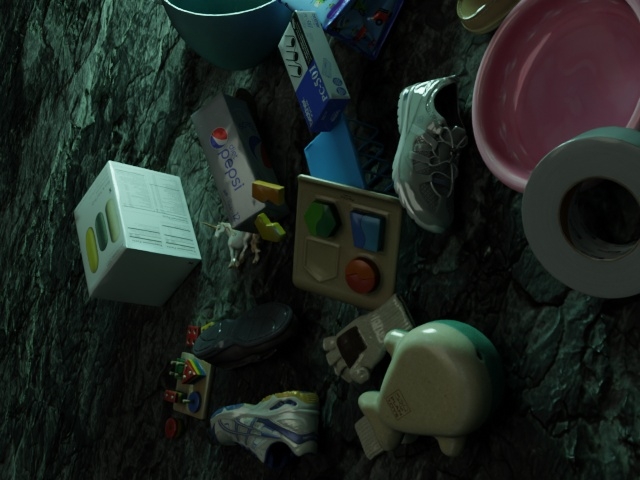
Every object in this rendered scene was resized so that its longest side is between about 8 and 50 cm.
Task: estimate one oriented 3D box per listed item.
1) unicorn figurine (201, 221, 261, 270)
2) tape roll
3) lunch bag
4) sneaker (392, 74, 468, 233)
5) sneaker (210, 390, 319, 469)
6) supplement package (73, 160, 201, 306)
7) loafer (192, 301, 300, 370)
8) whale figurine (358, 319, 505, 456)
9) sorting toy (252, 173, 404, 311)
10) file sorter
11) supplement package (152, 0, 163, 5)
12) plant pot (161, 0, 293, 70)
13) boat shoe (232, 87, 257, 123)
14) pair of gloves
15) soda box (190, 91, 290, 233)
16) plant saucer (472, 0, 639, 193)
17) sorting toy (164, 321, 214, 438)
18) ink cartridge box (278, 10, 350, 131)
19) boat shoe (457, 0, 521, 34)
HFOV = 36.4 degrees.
[{"bbox_3d":[-0.178,0.005,2.100,0.162,0.060,0.111,-12,70,33],"label":"unicorn figurine"},{"bbox_3d":[0.382,-0.037,1.289,0.219,0.072,0.219,12,113,32],"label":"tape roll"},{"bbox_3d":[0.081,-0.527,1.857,0.293,0.138,0.221,-58,38,11],"label":"lunch bag"},{"bbox_3d":[0.189,-0.150,1.619,0.115,0.105,0.281,-25,61,47],"label":"sneaker"},{"bbox_3d":[-0.116,0.377,1.870,0.296,0.112,0.130,-26,61,47],"label":"sneaker"},{"bbox_3d":[-0.439,-0.013,2.314,0.199,0.198,0.262,-47,47,34],"label":"supplement package"},{"bbox_3d":[-0.136,0.203,1.981,0.303,0.095,0.109,-19,36,44],"label":"loafer"},{"bbox_3d":[0.174,0.230,1.516,0.272,0.141,0.216,-46,68,44],"label":"whale figurine"},{"bbox_3d":[0.000,0.000,1.729,0.307,0.041,0.229,15,116,30],"label":"sorting toy"},{"bbox_3d":[0.061,-0.122,1.778,0.118,0.105,0.170,-42,50,39],"label":"file sorter"},{"bbox_3d":[-0.284,-0.657,2.334,0.244,0.139,0.133,-21,64,49],"label":"supplement package"},{"bbox_3d":[-0.186,-0.481,2.089,0.195,0.290,0.290,84,161,-46],"label":"plant pot"},{"bbox_3d":[-0.179,-0.250,2.153,0.060,0.064,0.177,-22,66,46],"label":"boat shoe"},{"bbox_3d":[0.103,0.235,1.659,0.204,0.042,0.240,-37,64,40],"label":"pair of gloves"},{"bbox_3d":[-0.169,-0.161,2.035,0.098,0.091,0.286,-33,67,25],"label":"soda box"},{"bbox_3d":[0.369,-0.221,1.426,0.332,0.084,0.332,-18,66,50],"label":"plant saucer"},{"bbox_3d":[-0.294,0.312,2.170,0.132,0.046,0.274,4,84,52],"label":"sorting toy"},{"bbox_3d":[-0.013,-0.307,1.763,0.097,0.046,0.207,-55,47,50],"label":"ink cartridge box"},{"bbox_3d":[0.311,-0.485,1.545,0.341,0.110,0.121,-55,43,27],"label":"boat shoe"}]
